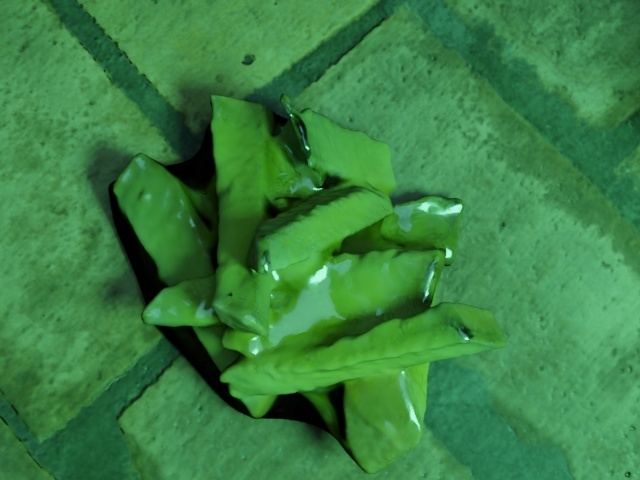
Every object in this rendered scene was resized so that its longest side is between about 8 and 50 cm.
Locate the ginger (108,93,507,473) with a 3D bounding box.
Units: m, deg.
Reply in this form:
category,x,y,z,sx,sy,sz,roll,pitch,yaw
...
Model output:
category,x,y,z,sx,sy,sz,roll,pitch,yaw
ginger,0.000,0.000,1.241,0.413,0.211,0.358,42,69,3
